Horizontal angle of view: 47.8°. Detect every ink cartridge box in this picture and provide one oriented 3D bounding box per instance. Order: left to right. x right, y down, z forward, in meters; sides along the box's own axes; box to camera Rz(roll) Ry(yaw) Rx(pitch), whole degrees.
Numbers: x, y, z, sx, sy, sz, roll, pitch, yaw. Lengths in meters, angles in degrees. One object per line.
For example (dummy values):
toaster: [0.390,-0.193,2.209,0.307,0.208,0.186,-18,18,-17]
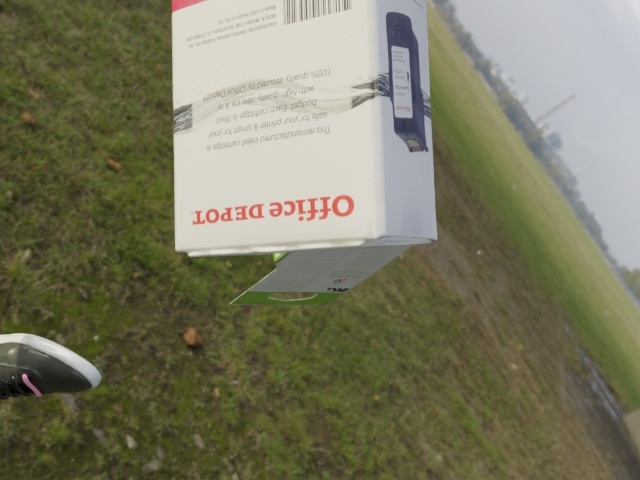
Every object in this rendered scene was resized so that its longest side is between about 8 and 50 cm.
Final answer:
ink cartridge box: [-0.015,-0.108,0.531,0.100,0.172,0.237,4,83,-59]
ink cartridge box: [0.000,0.000,1.005,0.189,0.255,0.097,4,60,-39]

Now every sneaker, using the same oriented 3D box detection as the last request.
sneaker: [-0.447,0.202,0.967,0.104,0.295,0.147,82,21,-47]
